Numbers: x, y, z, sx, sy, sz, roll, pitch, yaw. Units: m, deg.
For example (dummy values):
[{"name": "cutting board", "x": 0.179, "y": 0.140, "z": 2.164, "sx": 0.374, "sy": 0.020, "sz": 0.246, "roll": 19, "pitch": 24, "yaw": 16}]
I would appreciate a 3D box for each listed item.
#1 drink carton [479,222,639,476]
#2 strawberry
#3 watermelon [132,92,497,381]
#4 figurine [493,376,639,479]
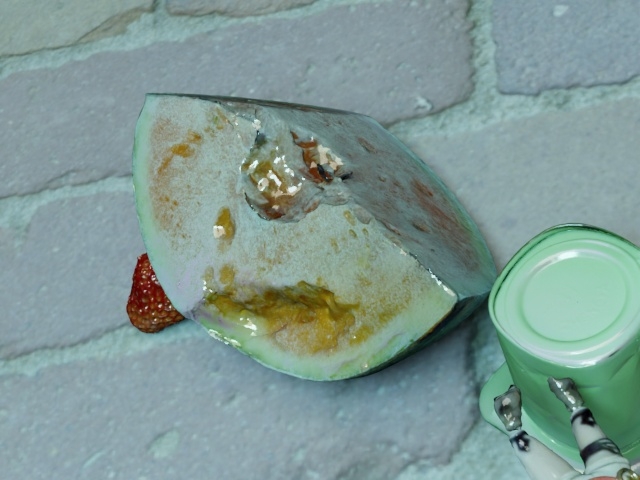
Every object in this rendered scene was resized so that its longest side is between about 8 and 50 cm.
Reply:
[{"name": "drink carton", "x": 0.190, "y": 0.075, "z": 0.937, "sx": 0.144, "sy": 0.142, "sz": 0.146, "roll": 33, "pitch": 71, "yaw": 33}, {"name": "strawberry", "x": -0.133, "y": 0.042, "z": 1.124, "sx": 0.083, "sy": 0.073, "sz": 0.073, "roll": -44, "pitch": 53, "yaw": 4}, {"name": "watermelon", "x": -0.004, "y": 0.005, "z": 1.067, "sx": 0.322, "sy": 0.188, "sz": 0.175, "roll": 47, "pitch": 115, "yaw": 29}, {"name": "figurine", "x": 0.194, "y": 0.223, "z": 0.803, "sx": 0.175, "sy": 0.197, "sz": 0.265, "roll": -27, "pitch": 35, "yaw": 2}]
